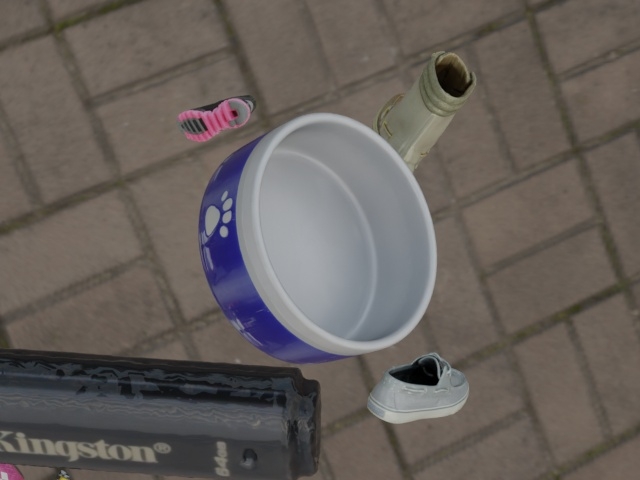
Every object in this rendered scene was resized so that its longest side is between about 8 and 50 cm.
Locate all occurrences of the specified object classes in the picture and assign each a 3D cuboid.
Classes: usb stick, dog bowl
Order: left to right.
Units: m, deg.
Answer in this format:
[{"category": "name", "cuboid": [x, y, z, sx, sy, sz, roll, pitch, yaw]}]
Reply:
[{"category": "usb stick", "cuboid": [-0.139, 0.092, 0.683, 0.278, 0.045, 0.077, 3, 127, 4]}, {"category": "dog bowl", "cuboid": [0.000, 0.000, 1.393, 0.265, 0.104, 0.265, 15, 66, -38]}]

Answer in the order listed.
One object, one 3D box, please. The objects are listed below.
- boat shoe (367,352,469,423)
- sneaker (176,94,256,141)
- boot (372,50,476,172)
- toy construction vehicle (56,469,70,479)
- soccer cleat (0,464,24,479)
[{"category": "boat shoe", "cuboid": [0.159, 0.211, 1.880, 0.227, 0.079, 0.081, -6, 124, -52]}, {"category": "sneaker", "cuboid": [-0.135, -0.167, 1.692, 0.057, 0.119, 0.047, -52, 126, -53]}, {"category": "boot", "cuboid": [0.131, -0.172, 1.615, 0.077, 0.213, 0.165, 29, 121, -7]}, {"category": "toy construction vehicle", "cuboid": [-0.314, 0.318, 1.478, 0.035, 0.098, 0.086, 31, 88, -3]}, {"category": "soccer cleat", "cuboid": [-0.328, 0.319, 1.250, 0.116, 0.143, 0.331, -23, 112, 15]}]
